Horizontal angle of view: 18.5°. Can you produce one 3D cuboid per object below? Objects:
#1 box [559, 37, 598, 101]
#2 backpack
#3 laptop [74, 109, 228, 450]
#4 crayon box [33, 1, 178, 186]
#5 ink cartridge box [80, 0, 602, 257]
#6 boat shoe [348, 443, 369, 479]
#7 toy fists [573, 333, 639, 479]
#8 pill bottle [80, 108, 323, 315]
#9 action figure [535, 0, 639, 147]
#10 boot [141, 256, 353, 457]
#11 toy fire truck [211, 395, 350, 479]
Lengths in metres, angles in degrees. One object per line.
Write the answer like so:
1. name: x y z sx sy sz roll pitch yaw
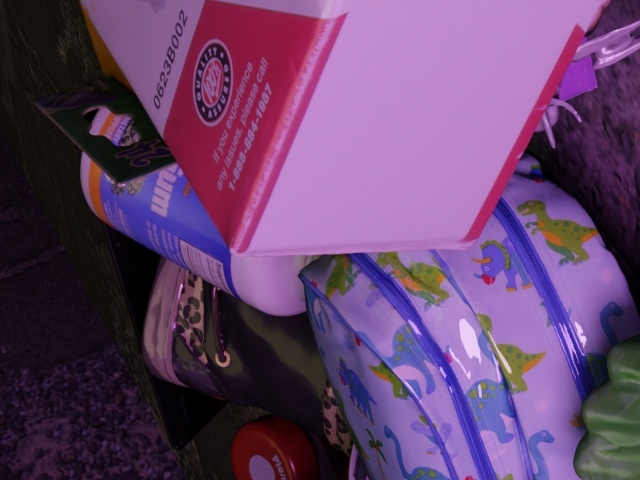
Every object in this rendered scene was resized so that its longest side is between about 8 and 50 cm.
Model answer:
1. box: 0.032 -0.126 1.369 0.293 0.201 0.057 37 147 61
2. backpack: 0.130 0.114 1.361 0.290 0.273 0.356 -122 28 -58
3. laptop: -0.173 -0.056 2.126 0.236 0.408 0.382 6 124 34
4. crayon box: -0.024 -0.155 1.283 0.203 0.323 0.083 39 148 60
5. ink cartridge box: -0.018 -0.219 1.018 0.385 0.160 0.279 57 137 38
6. boat shoe: 0.079 0.175 1.572 0.091 0.114 0.303 144 137 -79
7. toy fists: 0.240 0.177 1.206 0.096 0.142 0.279 -59 -40 -54
8. pill bottle: -0.053 -0.031 1.605 0.272 0.152 0.152 27 144 31
9. action figure: 0.092 -0.188 1.150 0.099 0.185 0.285 112 142 -83
10. boot: 0.000 0.000 1.739 0.284 0.138 0.377 26 105 35
11. toy fire truck: 0.019 0.116 1.899 0.254 0.169 0.302 -32 79 49
